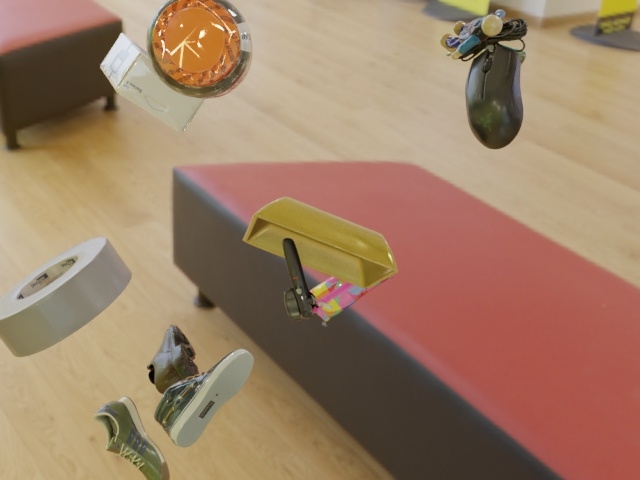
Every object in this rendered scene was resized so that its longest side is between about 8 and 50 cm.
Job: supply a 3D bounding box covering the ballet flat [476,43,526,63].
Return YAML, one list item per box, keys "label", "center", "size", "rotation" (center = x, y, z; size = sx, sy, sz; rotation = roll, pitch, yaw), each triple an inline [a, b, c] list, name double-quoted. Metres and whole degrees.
- label: "ballet flat"
  center: [0.429, -0.470, 2.149]
  size: [0.188, 0.070, 0.070]
  rotation: [16, 25, -19]

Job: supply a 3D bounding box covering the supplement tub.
- label: "supplement tub"
  center: [-0.243, -0.396, 1.765]
  size: [0.207, 0.207, 0.338]
  rotation: [2, 9, -5]

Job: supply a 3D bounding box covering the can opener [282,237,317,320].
- label: "can opener"
  center: [-0.053, 0.084, 1.882]
  size: [0.073, 0.186, 0.059]
  rotation: [-12, 3, -1]

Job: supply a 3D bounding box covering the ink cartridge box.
- label: "ink cartridge box"
  center: [-0.421, -0.395, 2.145]
  size: [0.198, 0.115, 0.273]
  rotation: [31, 8, -31]

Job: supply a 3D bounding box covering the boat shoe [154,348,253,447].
- label: "boat shoe"
  center: [-0.191, 0.235, 1.376]
  size: [0.183, 0.065, 0.083]
  rotation: [-50, 47, -10]

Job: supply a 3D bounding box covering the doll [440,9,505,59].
- label: "doll"
  center: [0.287, -0.386, 1.604]
  size: [0.129, 0.046, 0.189]
  rotation: [-44, 15, -7]

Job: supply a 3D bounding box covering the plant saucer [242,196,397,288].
- label: "plant saucer"
  center: [0.000, 0.000, 1.972]
  size: [0.333, 0.081, 0.333]
  rotation: [22, -12, -5]

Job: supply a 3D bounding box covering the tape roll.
- label: "tape roll"
  center: [-0.406, 0.085, 1.341]
  size: [0.219, 0.072, 0.219]
  rotation: [-28, 18, 10]

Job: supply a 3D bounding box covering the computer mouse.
- label: "computer mouse"
  center: [0.353, -0.329, 1.822]
  size: [0.188, 0.272, 0.072]
  rotation: [-12, -13, 39]

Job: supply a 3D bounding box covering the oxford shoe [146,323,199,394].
- label: "oxford shoe"
  center: [-0.295, 0.227, 1.658]
  size: [0.096, 0.083, 0.227]
  rotation: [-33, 15, 0]

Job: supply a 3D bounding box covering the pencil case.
- label: "pencil case"
  center: [0.073, 0.118, 2.224]
  size: [0.236, 0.104, 0.104]
  rotation: [-35, 33, 3]

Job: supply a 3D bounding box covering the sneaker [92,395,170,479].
- label: "sneaker"
  center: [-0.368, 0.393, 1.637]
  size: [0.086, 0.064, 0.192]
  rotation: [-11, 62, -49]
